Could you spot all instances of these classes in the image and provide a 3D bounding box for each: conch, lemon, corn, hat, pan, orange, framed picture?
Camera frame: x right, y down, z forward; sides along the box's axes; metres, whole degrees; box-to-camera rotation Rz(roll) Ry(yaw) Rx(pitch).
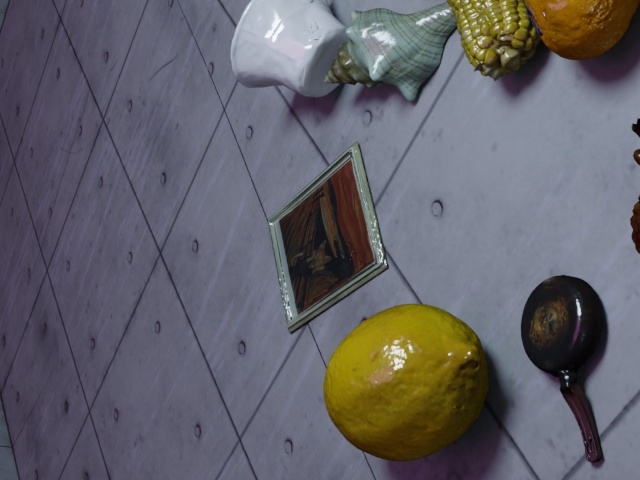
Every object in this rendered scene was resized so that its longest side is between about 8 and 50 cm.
[{"bbox_3d":[0.091,-0.261,1.317,0.234,0.114,0.137,3,101,50],"label":"conch"},{"bbox_3d":[0.103,0.177,1.166,0.256,0.188,0.188,-35,58,42],"label":"lemon"},{"bbox_3d":[0.196,-0.330,1.191,0.101,0.101,0.292,-49,44,40],"label":"corn"},{"bbox_3d":[-0.028,-0.297,1.456,0.126,0.203,0.203,40,120,28],"label":"hat"},{"bbox_3d":[0.274,0.142,1.053,0.115,0.040,0.212,-34,58,54],"label":"pan"},{"bbox_3d":[0.283,-0.266,1.023,0.117,0.135,0.135,-31,52,4],"label":"orange"},{"bbox_3d":[0.000,0.000,1.488,0.273,0.016,0.216,-39,54,46],"label":"framed picture"}]

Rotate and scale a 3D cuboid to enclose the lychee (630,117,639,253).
[{"bbox_3d":[0.366,-0.030,0.818,0.238,0.200,0.200,48,125,28],"label":"lychee"}]
